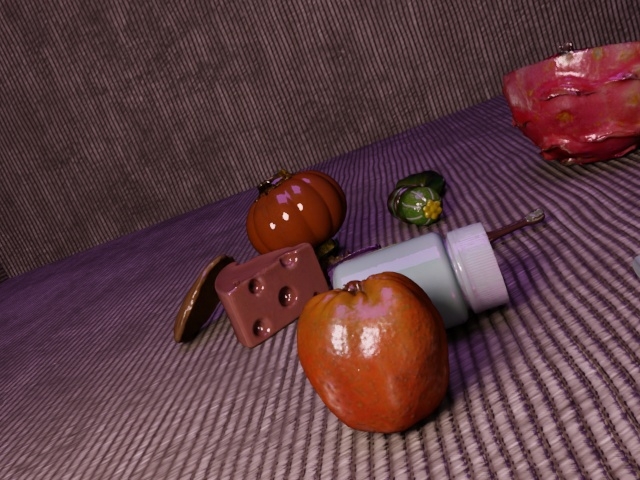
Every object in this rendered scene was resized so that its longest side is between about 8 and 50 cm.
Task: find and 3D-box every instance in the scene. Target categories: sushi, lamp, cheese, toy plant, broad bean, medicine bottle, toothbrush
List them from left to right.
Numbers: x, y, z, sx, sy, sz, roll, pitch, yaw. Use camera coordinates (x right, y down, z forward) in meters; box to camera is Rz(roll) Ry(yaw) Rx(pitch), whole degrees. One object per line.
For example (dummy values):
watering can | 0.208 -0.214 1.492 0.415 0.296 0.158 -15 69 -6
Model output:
cheese | -0.123 0.094 1.218 0.203 0.128 0.177 -33 19 -33
lamp | -0.051 -0.051 1.310 0.223 0.196 0.223 -34 4 2
sushi | 0.009 0.061 1.296 0.120 0.055 0.052 -22 21 8
toy plant | 0.218 -0.079 1.433 0.093 0.092 0.162 -26 18 -15
medicine bottle | 0.141 0.067 0.910 0.226 0.139 0.139 -20 15 11
broad bean | 0.258 -0.138 1.663 0.144 0.049 0.292 -19 15 14
toothbrush | 0.236 0.023 1.134 0.364 0.040 0.041 -22 14 -1

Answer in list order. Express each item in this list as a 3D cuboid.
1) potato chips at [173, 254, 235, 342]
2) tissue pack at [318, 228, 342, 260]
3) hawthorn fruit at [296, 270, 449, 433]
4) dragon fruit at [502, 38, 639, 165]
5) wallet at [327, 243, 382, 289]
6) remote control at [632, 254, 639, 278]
potato chips | -0.242 0.112 1.282 0.201 0.049 0.150 -59 -8 -6
tissue pack | 0.000 0.000 1.468 0.079 0.085 0.111 -12 17 30
hawthorn fruit | 0.066 0.128 0.734 0.189 0.189 0.189 -20 14 6
dragon fruit | 0.595 -0.294 1.376 0.387 0.248 0.371 -5 6 39
wallet | 0.078 0.074 1.090 0.111 0.030 0.165 -22 36 -1
remote control | 0.435 0.049 0.771 0.061 0.029 0.162 -20 15 14
